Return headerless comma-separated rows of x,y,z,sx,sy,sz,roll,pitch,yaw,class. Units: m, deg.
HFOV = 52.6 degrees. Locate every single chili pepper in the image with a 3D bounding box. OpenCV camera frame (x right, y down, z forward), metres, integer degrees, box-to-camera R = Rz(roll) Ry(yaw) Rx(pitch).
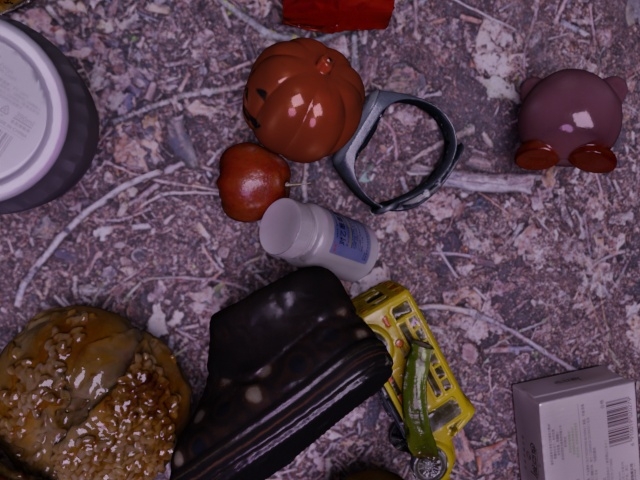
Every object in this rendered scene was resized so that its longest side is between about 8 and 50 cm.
0.152,0.255,1.010,0.051,0.050,0.202,1,98,27,chili pepper

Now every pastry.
-0.347,0.256,0.981,0.284,0.184,0.316,-45,103,-2,pastry

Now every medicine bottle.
0.000,0.000,1.023,0.186,0.102,0.103,20,93,-46,medicine bottle

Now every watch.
0.130,-0.142,1.091,0.192,0.068,0.206,29,88,-13,watch

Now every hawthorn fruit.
-0.102,-0.087,1.013,0.140,0.125,0.125,31,90,27,hawthorn fruit

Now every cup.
-0.416,-0.156,0.833,0.253,0.371,0.254,-2,98,-19,cup

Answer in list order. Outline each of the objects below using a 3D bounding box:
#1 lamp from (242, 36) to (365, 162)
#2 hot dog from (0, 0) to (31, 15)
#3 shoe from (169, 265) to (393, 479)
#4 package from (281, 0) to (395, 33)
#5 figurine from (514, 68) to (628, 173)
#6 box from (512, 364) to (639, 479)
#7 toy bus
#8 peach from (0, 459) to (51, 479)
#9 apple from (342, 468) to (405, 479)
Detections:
-0.022,-0.218,0.983,0.187,0.164,0.188,15,52,-20,lamp
-0.511,-0.363,0.939,0.191,0.059,0.108,-32,106,-8,hot dog
-0.097,0.208,0.970,0.384,0.171,0.237,-40,63,9,shoe
0.008,-0.542,0.989,0.195,0.123,0.424,-6,97,-8,package
0.419,-0.206,1.094,0.173,0.173,0.174,-1,97,-11,figurine
0.476,0.383,1.202,0.194,0.111,0.261,-9,101,-10,box
0.150,0.240,1.102,0.152,0.144,0.330,-29,100,-7,toy bus
-0.537,0.459,0.883,0.338,0.353,0.417,17,92,-15,peach
0.087,0.517,1.073,0.226,0.246,0.246,-33,102,5,apple
